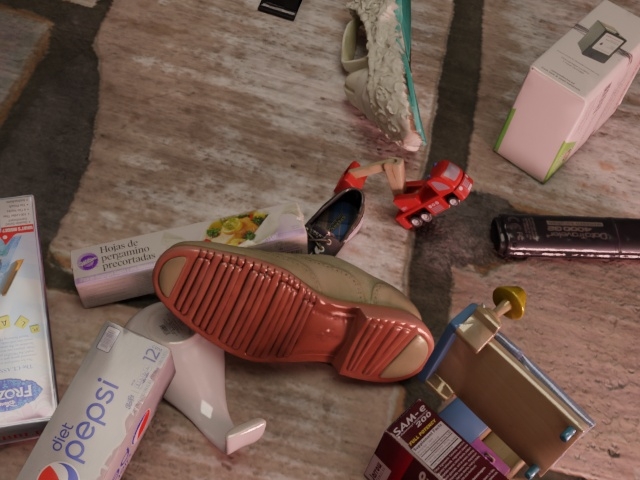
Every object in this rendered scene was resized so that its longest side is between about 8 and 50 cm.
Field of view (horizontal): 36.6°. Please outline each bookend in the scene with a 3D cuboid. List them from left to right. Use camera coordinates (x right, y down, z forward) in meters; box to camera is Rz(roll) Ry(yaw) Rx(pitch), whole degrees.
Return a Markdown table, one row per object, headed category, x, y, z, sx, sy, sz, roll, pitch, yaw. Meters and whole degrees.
| category | x | y | z | sx | sy | sz | roll | pitch | yaw |
| --- | --- | --- | --- | --- | --- | --- | --- | --- | --- |
| bookend | -0.051 | -0.518 | 1.774 | 0.072 | 0.156 | 0.157 | 17 | 52 | 0 |

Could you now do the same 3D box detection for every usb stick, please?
| category | x | y | z | sx | sy | sz | roll | pitch | yaw |
| --- | --- | --- | --- | --- | --- | --- | --- | --- | --- |
| usb stick | 0.411 | -0.005 | 1.552 | 0.278 | 0.045 | 0.077 | 2 | 59 | -12 |

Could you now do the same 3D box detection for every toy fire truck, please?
| category | x | y | z | sx | sy | sz | roll | pitch | yaw |
| --- | --- | --- | --- | --- | --- | --- | --- | --- | --- |
| toy fire truck | 0.126 | -0.086 | 1.490 | 0.135 | 0.192 | 0.047 | 42 | 50 | -16 |

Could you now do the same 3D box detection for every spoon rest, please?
| category | x | y | z | sx | sy | sz | roll | pitch | yaw |
| --- | --- | --- | --- | --- | --- | --- | --- | --- | --- |
| spoon rest | -0.165 | 0.178 | 1.266 | 0.137 | 0.084 | 0.276 | -19 | 46 | -27 |

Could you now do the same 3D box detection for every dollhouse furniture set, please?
| category | x | y | z | sx | sy | sz | roll | pitch | yaw |
| --- | --- | --- | --- | --- | --- | --- | --- | --- | --- |
| dollhouse furniture set | 0.287 | 0.208 | 1.191 | 0.198 | 0.303 | 0.286 | -35 | 67 | -32 |

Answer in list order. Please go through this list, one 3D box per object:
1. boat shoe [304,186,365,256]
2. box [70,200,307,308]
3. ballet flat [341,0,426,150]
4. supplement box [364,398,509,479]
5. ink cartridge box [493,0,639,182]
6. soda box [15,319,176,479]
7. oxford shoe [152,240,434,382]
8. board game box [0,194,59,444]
| category | x | y | z | sx | sy | sz | roll | pitch | yaw |
| --- | --- | --- | --- | --- | --- | --- | --- | --- | --- |
| boat shoe | 0.000 | 0.000 | 1.431 | 0.080 | 0.076 | 0.228 | 35 | 53 | 15 |
| box | -0.178 | 0.019 | 1.345 | 0.324 | 0.067 | 0.063 | -13 | 57 | -8 |
| ballet flat | 0.104 | -0.296 | 1.676 | 0.147 | 0.147 | 0.409 | 6 | 49 | -8 |
| supplement box | 0.173 | 0.322 | 1.186 | 0.239 | 0.130 | 0.073 | 41 | 55 | 20 |
| ink cartridge box | 0.437 | -0.258 | 1.656 | 0.114 | 0.198 | 0.273 | 36 | 53 | 17 |
| soda box | -0.273 | 0.245 | 1.123 | 0.091 | 0.098 | 0.286 | 23 | 66 | 5 |
| oxford shoe | -0.040 | 0.079 | 1.310 | 0.397 | 0.140 | 0.146 | 22 | 27 | -22 |
| board game box | -0.499 | 0.110 | 1.197 | 0.318 | 0.066 | 0.318 | -8 | 63 | -13 |
